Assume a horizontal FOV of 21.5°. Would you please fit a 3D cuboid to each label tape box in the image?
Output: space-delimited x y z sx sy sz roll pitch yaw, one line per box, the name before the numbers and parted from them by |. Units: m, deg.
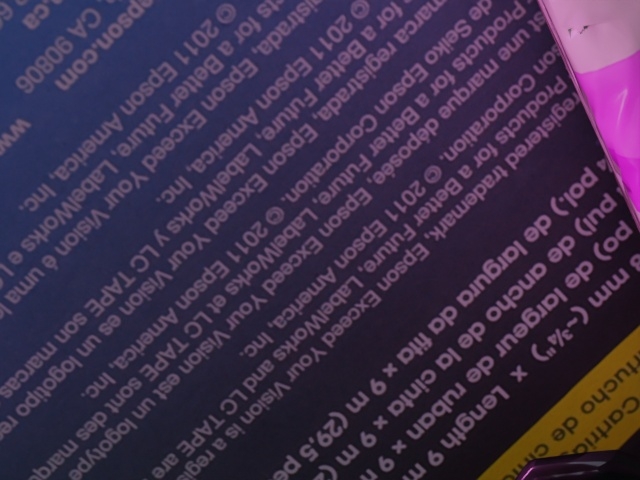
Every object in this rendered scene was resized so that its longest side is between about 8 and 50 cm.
label tape box | 0.000 0.000 0.474 0.240 0.106 0.334 -44 116 4

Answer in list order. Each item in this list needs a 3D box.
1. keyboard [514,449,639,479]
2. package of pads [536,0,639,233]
keyboard | 0.150 0.176 0.418 0.317 0.033 0.201 24 113 -10
package of pads | 0.196 -0.012 0.390 0.229 0.101 0.296 -24 117 9
